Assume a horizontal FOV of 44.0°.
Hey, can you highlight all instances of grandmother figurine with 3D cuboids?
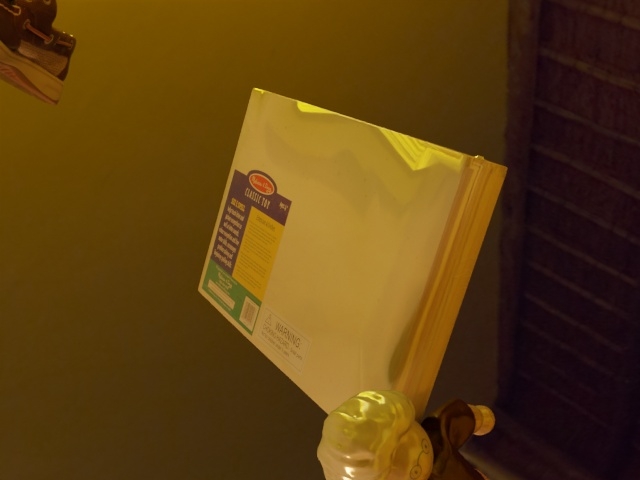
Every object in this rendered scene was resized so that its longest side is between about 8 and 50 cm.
[{"bbox_3d":[0.119,0.232,0.690,0.104,0.342,0.207,-19,-139,34],"label":"grandmother figurine"}]

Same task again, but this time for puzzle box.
[{"bbox_3d":[0.000,0.000,0.835,0.409,0.052,0.272,32,-72,55],"label":"puzzle box"}]

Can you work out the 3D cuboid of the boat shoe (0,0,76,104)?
[{"bbox_3d":[-0.371,-0.268,0.917,0.123,0.342,0.123,28,-96,10],"label":"boat shoe"}]
